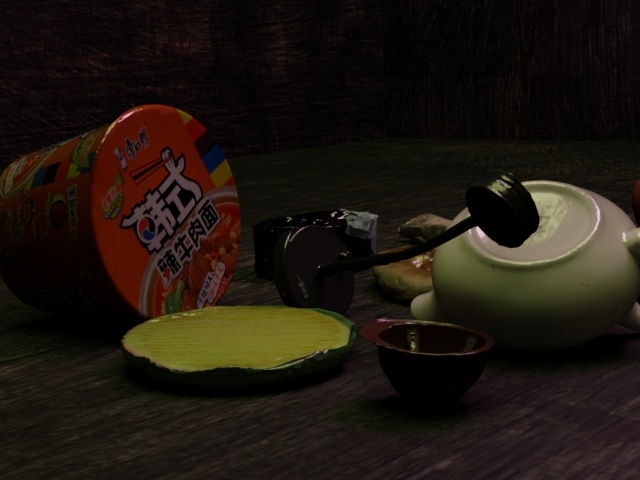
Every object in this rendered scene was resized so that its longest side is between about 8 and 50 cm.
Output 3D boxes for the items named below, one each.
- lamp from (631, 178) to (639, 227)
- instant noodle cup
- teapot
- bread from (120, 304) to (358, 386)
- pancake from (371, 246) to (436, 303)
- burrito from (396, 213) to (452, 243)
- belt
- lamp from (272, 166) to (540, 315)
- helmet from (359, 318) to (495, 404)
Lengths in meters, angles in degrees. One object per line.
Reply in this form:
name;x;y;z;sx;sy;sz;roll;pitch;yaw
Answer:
lamp;0.532;-0.064;1.481;0.182;0.140;0.182;-27;-24;-13
instant noodle cup;-0.239;-0.019;1.196;0.192;0.250;0.250;-6;6;33
teapot;0.225;0.034;1.030;0.298;0.139;0.204;5;39;25
bread;-0.075;0.100;1.002;0.229;0.033;0.228;-3;11;1
pancake;0.189;0.034;1.295;0.283;0.048;0.282;-3;6;0
burrito;0.174;-0.013;1.586;0.055;0.041;0.149;-21;16;-22
belt;0.000;0.000;1.449;0.151;0.078;0.198;4;10;43
lamp;0.065;0.024;1.003;0.108;0.130;0.371;-36;15;-25
helmet;0.086;0.103;0.858;0.111;0.057;0.089;7;16;24
